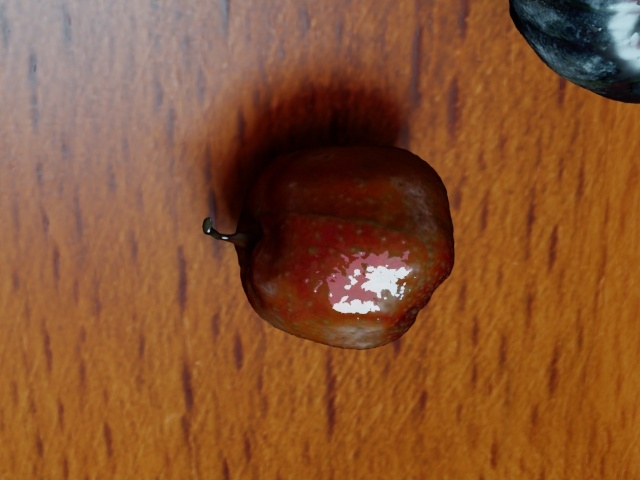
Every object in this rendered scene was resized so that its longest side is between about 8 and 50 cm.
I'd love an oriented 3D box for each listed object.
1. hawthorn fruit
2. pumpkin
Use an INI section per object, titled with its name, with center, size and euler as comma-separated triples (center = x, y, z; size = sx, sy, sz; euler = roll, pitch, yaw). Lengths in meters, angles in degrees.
[hawthorn fruit]
center = 0.000, 0.000, 1.485
size = 0.194, 0.157, 0.157
euler = 6, 124, -23
[pumpkin]
center = 0.244, -0.208, 1.420
size = 0.233, 0.163, 0.233
euler = -18, 128, -25
